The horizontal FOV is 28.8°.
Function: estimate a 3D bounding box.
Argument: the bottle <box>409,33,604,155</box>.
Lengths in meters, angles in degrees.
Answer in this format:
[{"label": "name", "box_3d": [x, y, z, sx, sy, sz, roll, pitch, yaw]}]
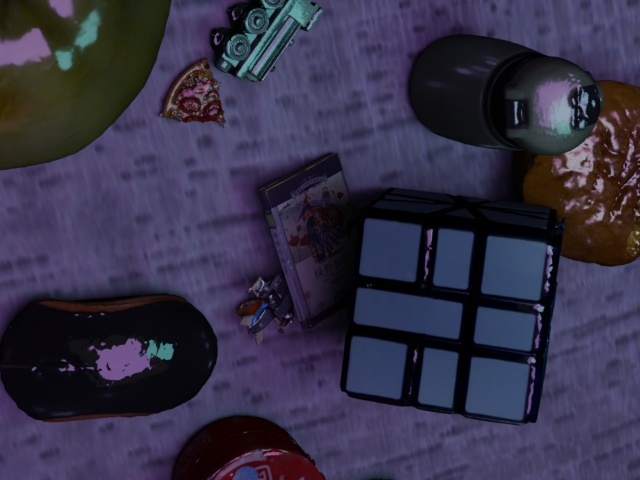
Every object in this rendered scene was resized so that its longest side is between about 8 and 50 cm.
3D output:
[{"label": "bottle", "box_3d": [0.270, -0.208, 1.807, 0.168, 0.347, 0.168, -5, 104, -21]}]

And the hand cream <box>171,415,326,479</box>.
[{"label": "hand cream", "box_3d": [-0.111, 0.391, 1.911, 0.230, 0.149, 0.230, -5, 105, -21]}]

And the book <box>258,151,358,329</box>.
[{"label": "book", "box_3d": [0.001, 0.000, 1.897, 0.157, 0.026, 0.231, -31, 113, -37]}]

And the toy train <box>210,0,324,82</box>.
[{"label": "toy train", "box_3d": [-0.082, -0.304, 1.809, 0.111, 0.071, 0.170, 35, 89, -30]}]

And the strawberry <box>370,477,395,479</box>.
[{"label": "strawberry", "box_3d": [0.067, 0.469, 1.977, 0.190, 0.111, 0.236, 45, 65, 2]}]

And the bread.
[{"label": "bread", "box_3d": [0.454, -0.108, 1.997, 0.312, 0.172, 0.312, -3, 103, -14]}]

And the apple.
[{"label": "apple", "box_3d": [-0.397, -0.299, 1.510, 0.474, 0.473, 0.473, -4, 103, -19]}]

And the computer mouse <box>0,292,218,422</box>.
[{"label": "computer mouse", "box_3d": [-0.304, 0.169, 1.810, 0.323, 0.116, 0.182, -4, 98, -19]}]

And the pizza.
[{"label": "pizza", "box_3d": [-0.178, -0.217, 1.813, 0.100, 0.029, 0.099, 7, 99, -22]}]

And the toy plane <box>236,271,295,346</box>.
[{"label": "toy plane", "box_3d": [-0.051, 0.075, 1.908, 0.188, 0.062, 0.135, -43, 141, -10]}]

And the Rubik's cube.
[{"label": "Rubik's cube", "box_3d": [0.201, 0.085, 1.831, 0.294, 0.288, 0.283, 5, 99, 10]}]
